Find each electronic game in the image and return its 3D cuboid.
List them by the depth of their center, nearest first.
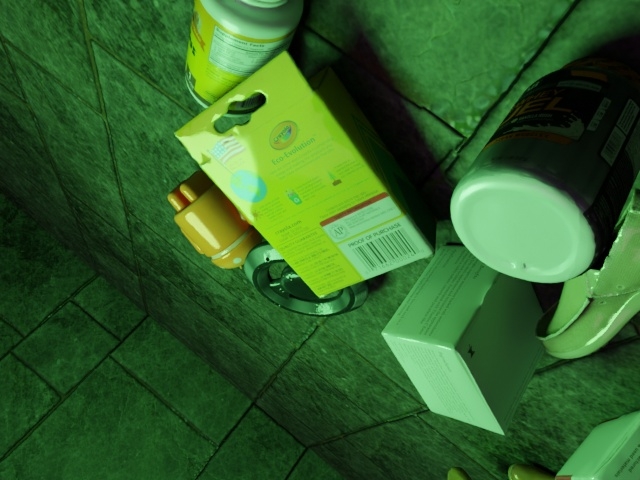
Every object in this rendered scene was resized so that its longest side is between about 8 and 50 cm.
[{"bbox_3d":[-0.026,0.071,0.897,0.230,0.048,0.229,11,144,8],"label":"electronic game"}]

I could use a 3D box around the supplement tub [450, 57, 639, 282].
[{"bbox_3d":[0.200,-0.067,0.419,0.117,0.190,0.117,29,148,20],"label":"supplement tub"}]

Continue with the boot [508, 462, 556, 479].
[{"bbox_3d":[0.480,0.477,0.968,0.197,0.073,0.152,23,144,18],"label":"boot"}]

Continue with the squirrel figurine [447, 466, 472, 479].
[{"bbox_3d":[0.452,0.680,0.994,0.371,0.280,0.397,17,175,-12],"label":"squirrel figurine"}]

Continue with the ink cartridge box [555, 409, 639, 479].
[{"bbox_3d":[0.494,0.382,0.646,0.306,0.131,0.226,39,168,25],"label":"ink cartridge box"}]

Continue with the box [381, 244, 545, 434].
[{"bbox_3d":[0.208,0.129,0.687,0.119,0.181,0.181,3,134,49],"label":"box"}]

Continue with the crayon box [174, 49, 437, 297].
[{"bbox_3d":[-0.010,-0.080,0.667,0.202,0.081,0.318,-24,119,31],"label":"crayon box"}]

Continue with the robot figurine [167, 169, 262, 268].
[{"bbox_3d":[-0.203,-0.034,1.008,0.219,0.158,0.128,52,178,-18],"label":"robot figurine"}]

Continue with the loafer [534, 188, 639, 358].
[{"bbox_3d":[0.307,0.036,0.539,0.092,0.102,0.268,35,141,13],"label":"loafer"}]

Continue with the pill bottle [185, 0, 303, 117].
[{"bbox_3d":[-0.092,-0.250,0.588,0.117,0.117,0.215,41,151,-1],"label":"pill bottle"}]
